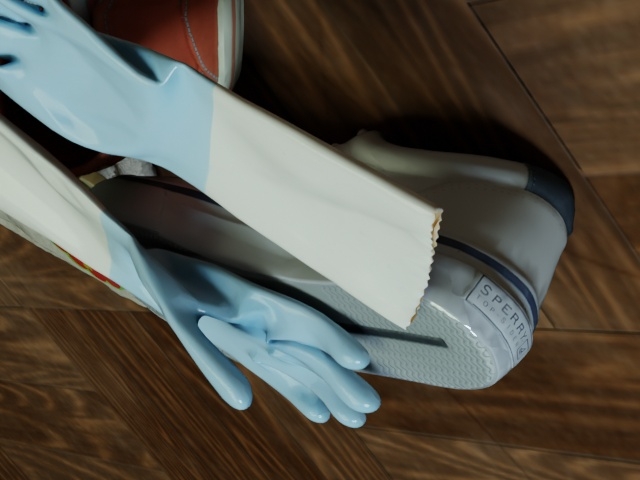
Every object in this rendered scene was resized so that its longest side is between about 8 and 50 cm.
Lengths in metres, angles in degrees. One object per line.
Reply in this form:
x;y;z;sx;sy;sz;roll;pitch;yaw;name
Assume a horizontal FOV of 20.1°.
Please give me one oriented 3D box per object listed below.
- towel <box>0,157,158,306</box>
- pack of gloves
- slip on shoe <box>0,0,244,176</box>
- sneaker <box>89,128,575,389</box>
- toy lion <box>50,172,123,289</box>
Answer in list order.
-0.170;-0.090;0.944;0.187;0.049;0.282;27;152;29;towel
-0.073;-0.007;0.698;0.232;0.046;0.195;32;153;13;pack of gloves
-0.096;-0.140;0.681;0.123;0.101;0.331;36;152;23;slip on shoe
0.000;0.000;0.773;0.258;0.091;0.094;11;143;42;sneaker
-0.133;-0.015;0.921;0.100;0.034;0.096;35;162;15;toy lion
